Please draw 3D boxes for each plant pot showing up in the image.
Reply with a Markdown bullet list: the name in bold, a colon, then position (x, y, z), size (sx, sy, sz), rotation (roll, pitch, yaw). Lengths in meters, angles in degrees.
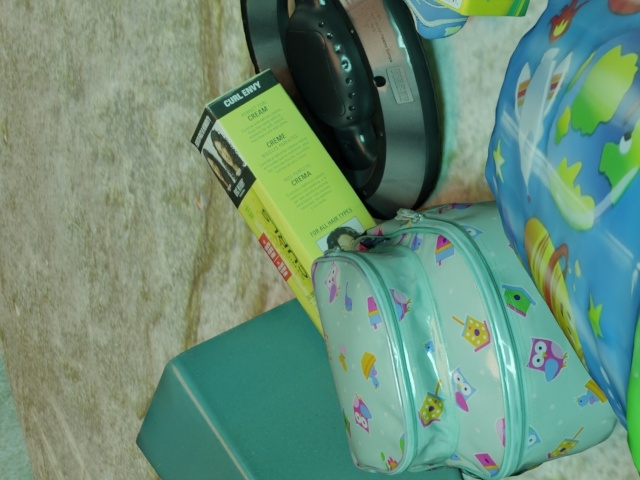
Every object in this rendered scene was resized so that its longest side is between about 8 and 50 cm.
- **plant pot**: position (0.002, 0.182, 1.083), size (0.234, 0.165, 0.165), rotation (57, 152, 16)

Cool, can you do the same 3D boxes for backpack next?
- **backpack**: position (0.083, 0.058, 0.845), size (0.188, 0.144, 0.165), rotation (-14, 87, 63)

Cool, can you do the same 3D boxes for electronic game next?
- **electronic game**: position (0.011, -0.121, 0.999), size (0.229, 0.048, 0.229), rotation (50, 155, 35)

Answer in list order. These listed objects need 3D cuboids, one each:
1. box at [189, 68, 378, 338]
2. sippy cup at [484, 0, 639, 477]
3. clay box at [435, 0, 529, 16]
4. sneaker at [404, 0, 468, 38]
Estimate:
- **box**: position (0.000, 0.000, 1.014), size (0.232, 0.058, 0.087), rotation (56, 161, 3)
- **sippy cup**: position (0.175, -0.009, 0.526), size (0.240, 0.305, 0.224), rotation (54, 179, -30)
- **clay box**: position (0.073, -0.235, 0.717), size (0.127, 0.053, 0.222), rotation (36, 120, 40)
- **sneaker**: position (0.029, -0.200, 0.871), size (0.211, 0.080, 0.081), rotation (56, 147, 37)
